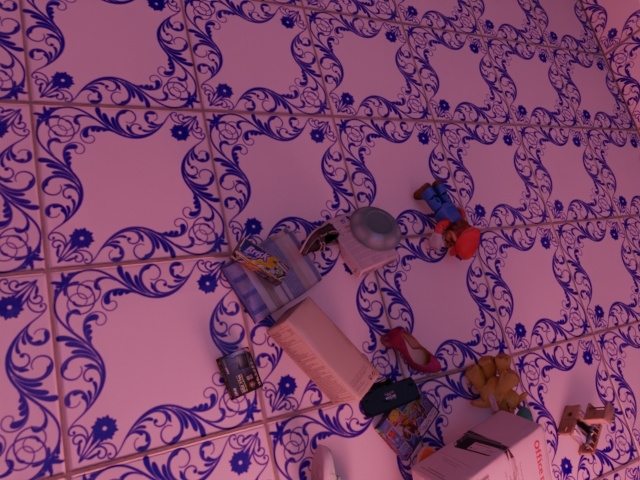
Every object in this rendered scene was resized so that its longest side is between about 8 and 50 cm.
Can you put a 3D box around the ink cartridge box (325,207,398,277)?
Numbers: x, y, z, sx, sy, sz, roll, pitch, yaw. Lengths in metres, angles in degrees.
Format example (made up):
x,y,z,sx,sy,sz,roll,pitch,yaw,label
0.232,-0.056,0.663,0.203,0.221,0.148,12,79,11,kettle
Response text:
x,y,z,sx,sy,sz,roll,pitch,yaw,label
0.137,0.005,1.817,0.181,0.056,0.224,-20,62,-32,ink cartridge box

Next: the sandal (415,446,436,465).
x,y,z,sx,sy,sz,roll,pitch,yaw,label
0.350,0.764,1.587,0.102,0.076,0.265,14,64,-23,sandal

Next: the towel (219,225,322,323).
x,y,z,sx,sy,sz,roll,pitch,yaw,label
-0.147,0.102,1.624,0.285,0.034,0.209,-32,87,-33,towel

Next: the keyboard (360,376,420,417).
x,y,z,sx,sy,sz,roll,pitch,yaw,label
0.211,0.481,1.651,0.192,0.038,0.100,-14,71,-18,keyboard

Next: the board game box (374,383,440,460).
x,y,z,sx,sy,sz,roll,pitch,yaw,label
0.275,0.565,1.655,0.136,0.035,0.201,50,56,-1,board game box

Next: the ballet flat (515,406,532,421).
x,y,z,sx,sy,sz,roll,pitch,yaw,label
0.642,0.674,1.748,0.087,0.083,0.247,16,82,-18,ballet flat

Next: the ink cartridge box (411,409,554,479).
x,y,z,sx,sy,sz,roll,pitch,yaw,label
0.484,0.722,1.534,0.395,0.166,0.285,-18,101,-29,ink cartridge box

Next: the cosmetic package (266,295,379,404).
x,y,z,sx,sy,sz,roll,pitch,yaw,label
0.005,0.327,1.538,0.309,0.160,0.113,49,55,-3,cosmetic package

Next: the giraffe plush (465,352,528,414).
x,y,z,sx,sy,sz,roll,pitch,yaw,label
0.617,0.514,1.796,0.170,0.181,0.210,40,43,-33,giraffe plush

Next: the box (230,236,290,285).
x,y,z,sx,sy,sz,roll,pitch,yaw,label
-0.180,0.064,1.569,0.169,0.054,0.059,34,59,-13,box

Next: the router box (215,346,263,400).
x,y,z,sx,sy,sz,roll,pitch,yaw,label
-0.226,0.370,1.468,0.092,0.038,0.122,-18,79,-31,router box

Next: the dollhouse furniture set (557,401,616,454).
x,y,z,sx,sy,sz,roll,pitch,yaw,label
0.982,0.679,1.891,0.129,0.184,0.129,42,57,-7,dollhouse furniture set

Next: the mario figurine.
x,y,z,sx,sy,sz,roll,pitch,yaw,label
0.469,-0.061,1.990,0.198,0.170,0.320,-29,71,2,mario figurine

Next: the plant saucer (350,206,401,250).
x,y,z,sx,sy,sz,roll,pitch,yaw,label
0.199,-0.054,1.828,0.195,0.037,0.195,10,51,-13,plant saucer

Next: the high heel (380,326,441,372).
x,y,z,sx,sy,sz,roll,pitch,yaw,label
0.319,0.358,1.713,0.244,0.117,0.082,36,57,-10,high heel

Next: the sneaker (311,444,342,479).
x,y,z,sx,sy,sz,roll,pitch,yaw,label
0.062,0.688,1.455,0.151,0.094,0.255,-3,81,-23,sneaker

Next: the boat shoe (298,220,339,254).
x,y,z,sx,sy,sz,roll,pitch,yaw,label
0.000,0.000,1.687,0.065,0.075,0.206,37,34,8,boat shoe
